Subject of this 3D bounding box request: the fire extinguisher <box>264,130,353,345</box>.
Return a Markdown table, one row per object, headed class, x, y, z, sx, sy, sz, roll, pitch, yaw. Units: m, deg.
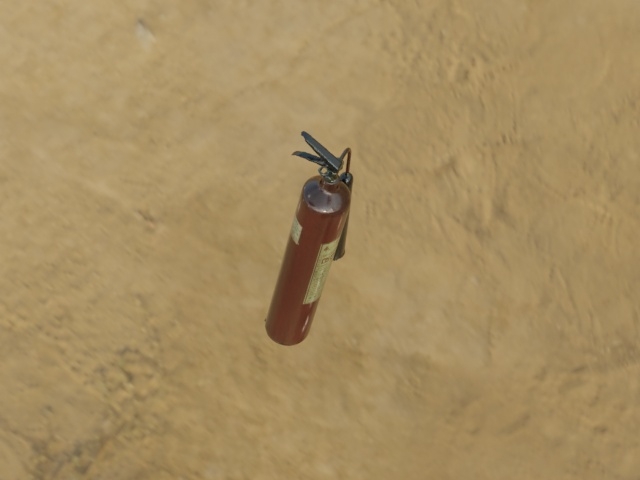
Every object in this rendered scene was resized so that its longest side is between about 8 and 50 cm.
| class | x | y | z | sx | sy | sz | roll | pitch | yaw |
| --- | --- | --- | --- | --- | --- | --- | --- | --- | --- |
| fire extinguisher | 0.000 | 0.000 | 0.862 | 0.049 | 0.173 | 0.035 | -14 | 58 | -22 |
